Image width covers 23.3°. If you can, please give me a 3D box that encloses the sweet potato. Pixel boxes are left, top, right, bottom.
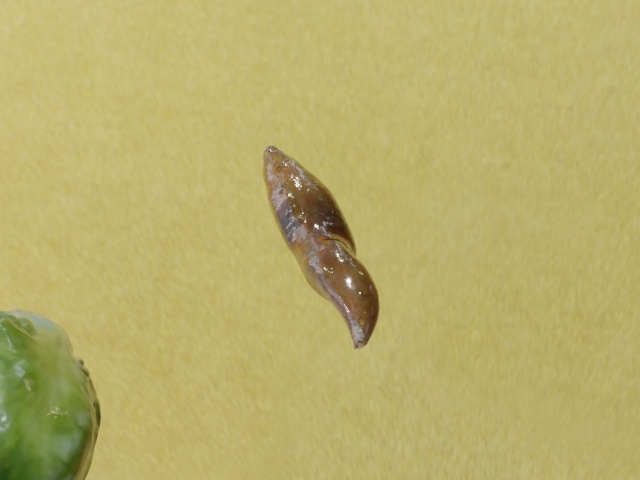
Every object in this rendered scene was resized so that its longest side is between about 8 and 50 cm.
[{"bbox_3d":[0.001,-0.002,1.225,0.058,0.055,0.202,-3,44,-29],"label":"sweet potato"}]

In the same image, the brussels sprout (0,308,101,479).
[{"bbox_3d":[-0.199,0.124,0.967,0.117,0.155,0.155,36,71,-20],"label":"brussels sprout"}]
